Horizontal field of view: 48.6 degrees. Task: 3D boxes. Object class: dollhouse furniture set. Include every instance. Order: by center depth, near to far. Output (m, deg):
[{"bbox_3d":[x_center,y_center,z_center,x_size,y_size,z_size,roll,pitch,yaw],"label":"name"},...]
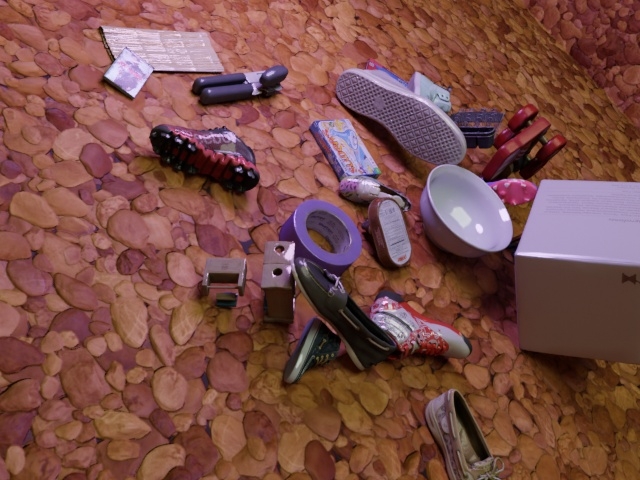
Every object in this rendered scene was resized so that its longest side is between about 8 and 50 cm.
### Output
[{"bbox_3d":[-0.147,0.086,1.524,0.183,0.129,0.129,2,49,1],"label":"dollhouse furniture set"}]

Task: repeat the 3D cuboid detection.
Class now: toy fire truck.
[{"bbox_3d":[0.598,-0.267,2.226,0.254,0.302,0.169,-34,78,-20],"label":"toy fire truck"}]

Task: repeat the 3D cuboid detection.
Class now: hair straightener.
[{"bbox_3d":[0.626,0.019,2.175,0.230,0.047,0.089,-13,65,-42],"label":"hair straightener"}]

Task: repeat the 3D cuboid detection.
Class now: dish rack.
[{"bbox_3d":[0.482,-0.378,2.296,0.208,0.074,0.271,5,36,24],"label":"dish rack"}]

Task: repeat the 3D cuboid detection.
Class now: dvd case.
[{"bbox_3d":[-0.465,-0.407,1.723,0.087,0.013,0.119,36,48,-19],"label":"dvd case"}]

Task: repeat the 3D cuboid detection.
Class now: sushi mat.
[{"bbox_3d":[-0.410,-0.498,1.853,0.316,0.019,0.151,-11,65,-41],"label":"sushi mat"}]

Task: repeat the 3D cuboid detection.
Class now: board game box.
[{"bbox_3d":[0.069,-0.252,1.994,0.136,0.035,0.201,-12,64,-42],"label":"board game box"},{"bbox_3d":[0.263,-0.480,2.329,0.281,0.027,0.145,30,45,-14],"label":"board game box"}]

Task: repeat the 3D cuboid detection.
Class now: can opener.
[{"bbox_3d":[-0.205,-0.429,1.890,0.283,0.095,0.076,-20,69,-44],"label":"can opener"}]

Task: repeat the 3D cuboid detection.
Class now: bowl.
[{"bbox_3d":[0.385,-0.058,1.997,0.298,0.134,0.298,20,46,-22],"label":"bowl"}]

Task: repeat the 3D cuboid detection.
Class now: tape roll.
[{"bbox_3d":[0.000,0.000,1.707,0.189,0.080,0.189,20,46,-22],"label":"tape roll"}]

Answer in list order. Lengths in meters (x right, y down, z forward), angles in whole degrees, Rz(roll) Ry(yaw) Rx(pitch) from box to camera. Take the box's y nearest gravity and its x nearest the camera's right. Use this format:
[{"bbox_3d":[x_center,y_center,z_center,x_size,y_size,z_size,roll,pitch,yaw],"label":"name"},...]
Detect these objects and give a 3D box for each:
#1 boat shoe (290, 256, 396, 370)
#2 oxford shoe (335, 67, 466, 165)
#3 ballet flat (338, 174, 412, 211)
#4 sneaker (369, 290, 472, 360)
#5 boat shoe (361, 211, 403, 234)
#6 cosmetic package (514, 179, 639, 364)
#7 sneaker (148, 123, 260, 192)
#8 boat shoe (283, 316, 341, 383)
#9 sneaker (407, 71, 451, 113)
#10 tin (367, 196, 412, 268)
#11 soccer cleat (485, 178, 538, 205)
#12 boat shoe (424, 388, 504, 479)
[{"bbox_3d":[0.053,0.143,1.515,0.335,0.095,0.112,55,13,-31],"label":"boat shoe"},{"bbox_3d":[0.250,-0.378,2.100,0.449,0.169,0.130,36,33,18],"label":"oxford shoe"},{"bbox_3d":[0.158,-0.124,1.917,0.221,0.079,0.077,16,91,-29],"label":"ballet flat"},{"bbox_3d":[0.227,0.242,1.673,0.270,0.090,0.145,33,44,-5],"label":"sneaker"},{"bbox_3d":[0.167,-0.054,1.892,0.049,0.056,0.152,25,27,32],"label":"boat shoe"},{"bbox_3d":[0.730,0.069,1.915,0.327,0.329,0.394,5,35,26],"label":"cosmetic package"},{"bbox_3d":[-0.269,-0.216,1.671,0.276,0.097,0.135,21,47,-25],"label":"sneaker"},{"bbox_3d":[-0.011,0.246,1.508,0.083,0.065,0.183,37,42,-8],"label":"boat shoe"},{"bbox_3d":[0.350,-0.436,2.258,0.151,0.094,0.256,23,44,-7],"label":"sneaker"},{"bbox_3d":[0.180,-0.020,1.831,0.106,0.040,0.190,-20,96,-39],"label":"tin"},{"bbox_3d":[0.530,-0.147,2.111,0.095,0.248,0.083,-41,116,-47],"label":"soccer cleat"},{"bbox_3d":[0.329,0.470,1.560,0.104,0.089,0.285,-11,64,-42],"label":"boat shoe"}]
